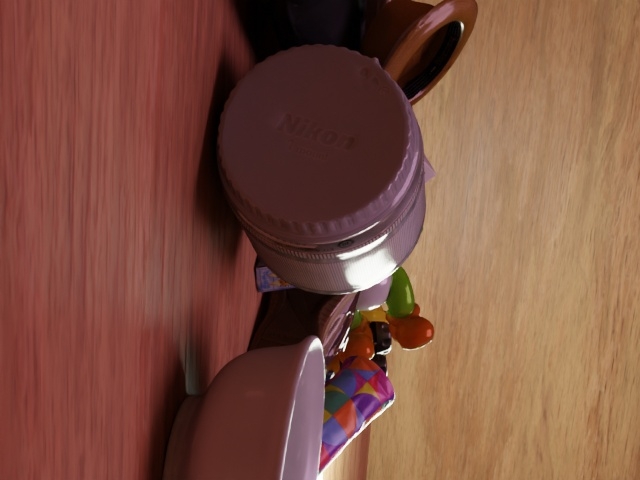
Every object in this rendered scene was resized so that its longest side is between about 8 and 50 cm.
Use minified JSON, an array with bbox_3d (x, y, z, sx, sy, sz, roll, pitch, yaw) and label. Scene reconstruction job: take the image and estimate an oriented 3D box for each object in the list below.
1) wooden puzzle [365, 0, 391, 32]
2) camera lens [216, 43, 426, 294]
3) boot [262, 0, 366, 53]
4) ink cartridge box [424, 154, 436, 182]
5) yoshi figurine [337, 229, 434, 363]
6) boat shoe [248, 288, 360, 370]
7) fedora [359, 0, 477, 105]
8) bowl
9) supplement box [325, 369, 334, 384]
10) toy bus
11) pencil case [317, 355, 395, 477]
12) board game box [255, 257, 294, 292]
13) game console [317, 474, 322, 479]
[{"bbox_3d":[0.037,-0.262,1.560,0.221,0.044,0.238,8,-91,60],"label":"wooden puzzle"},{"bbox_3d":[0.006,-0.070,1.280,0.274,0.219,0.219,70,28,-73],"label":"camera lens"},{"bbox_3d":[0.009,-0.389,1.285,0.445,0.146,0.367,49,57,-76],"label":"boot"},{"bbox_3d":[0.073,-0.099,1.509,0.067,0.115,0.198,41,16,-34],"label":"ink cartridge box"},{"bbox_3d":[0.060,0.015,1.802,0.203,0.203,0.362,-30,110,-43],"label":"yoshi figurine"},{"bbox_3d":[-0.013,0.113,1.628,0.123,0.123,0.342,90,18,-49],"label":"boat shoe"},{"bbox_3d":[0.103,-0.233,1.375,0.194,0.079,0.194,-42,164,-15],"label":"fedora"},{"bbox_3d":[-0.084,0.241,1.212,0.298,0.134,0.298,6,90,-81],"label":"bowl"},{"bbox_3d":[-0.025,0.246,1.815,0.056,0.083,0.083,-38,135,-80],"label":"supplement box"},{"bbox_3d":[0.039,0.143,2.075,0.220,0.149,0.211,91,-7,-48],"label":"toy bus"},{"bbox_3d":[0.002,0.260,1.624,0.236,0.104,0.104,-36,142,-35],"label":"pencil case"},{"bbox_3d":[0.000,0.000,1.564,0.060,0.194,0.194,88,26,-51],"label":"board game box"},{"bbox_3d":[-0.053,0.499,1.933,0.342,0.060,0.386,-76,168,-46],"label":"game console"}]
